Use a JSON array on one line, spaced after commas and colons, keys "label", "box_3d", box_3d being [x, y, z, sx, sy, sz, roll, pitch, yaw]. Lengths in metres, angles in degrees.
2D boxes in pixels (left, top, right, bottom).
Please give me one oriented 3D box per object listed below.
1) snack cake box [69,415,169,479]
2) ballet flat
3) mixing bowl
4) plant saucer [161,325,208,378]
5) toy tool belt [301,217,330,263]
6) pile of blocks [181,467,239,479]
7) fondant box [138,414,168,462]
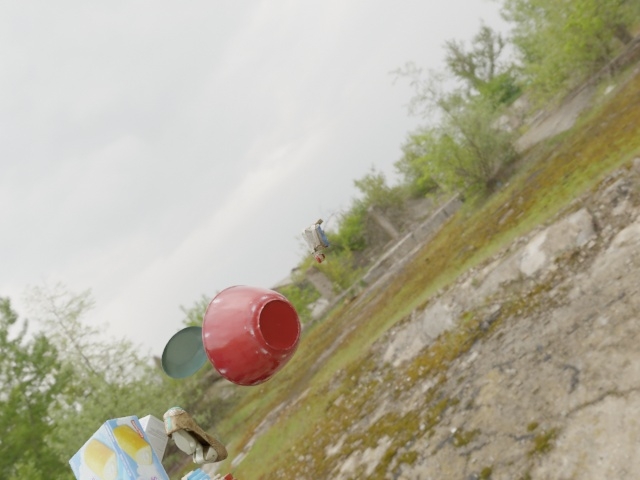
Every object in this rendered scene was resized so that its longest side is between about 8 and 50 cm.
[{"label": "snack cake box", "box_3d": [-0.412, 0.533, 1.211, 0.152, 0.264, 0.089, -46, -25, 14]}, {"label": "ballet flat", "box_3d": [-0.274, 0.446, 1.235, 0.073, 0.206, 0.067, -29, 33, 12]}, {"label": "mixing bowl", "box_3d": [-0.100, 0.153, 0.975, 0.098, 0.181, 0.181, -24, 10, 43]}, {"label": "plant saucer", "box_3d": [-0.461, 0.373, 1.927, 0.195, 0.037, 0.195, -19, -60, -38]}, {"label": "toy tool belt", "box_3d": [0.000, 0.000, 1.166, 0.051, 0.083, 0.052, -31, 14, -14]}, {"label": "pile of blocks", "box_3d": [-0.277, 0.699, 1.597, 0.113, 0.149, 0.362, -29, 19, -34]}, {"label": "fondant box", "box_3d": [-0.606, 0.728, 1.727, 0.238, 0.096, 0.330, -28, 33, 29]}]
